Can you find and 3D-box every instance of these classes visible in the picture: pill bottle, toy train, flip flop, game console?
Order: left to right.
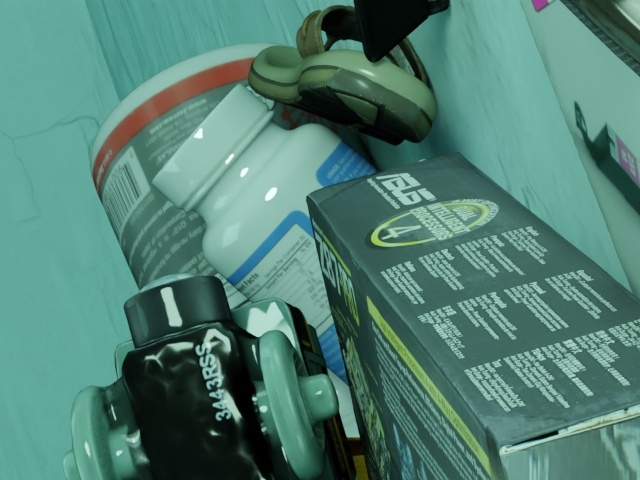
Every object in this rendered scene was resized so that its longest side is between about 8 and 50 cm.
[{"bbox_3d":[-0.021,0.180,0.948,0.190,0.142,0.334,34,-143,-78],"label":"toy train"},{"bbox_3d":[-0.022,0.046,1.433,0.210,0.210,0.363,92,155,-63],"label":"pill bottle"},{"bbox_3d":[0.000,0.000,1.250,0.221,0.124,0.124,42,169,-3],"label":"pill bottle"},{"bbox_3d":[0.022,-0.117,1.245,0.277,0.112,0.080,-158,88,-81],"label":"flip flop"},{"bbox_3d":[0.030,-0.187,1.117,0.107,0.071,0.122,-126,20,-54],"label":"game console"}]

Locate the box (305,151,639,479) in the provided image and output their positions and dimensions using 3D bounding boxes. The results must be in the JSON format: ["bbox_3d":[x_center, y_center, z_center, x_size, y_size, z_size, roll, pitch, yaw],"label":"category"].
[{"bbox_3d":[0.096,0.155,0.818,0.395,0.097,0.318,-127,21,-74],"label":"box"}]

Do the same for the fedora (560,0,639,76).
[{"bbox_3d":[0.109,-0.144,0.556,0.275,0.124,0.244,44,180,-27],"label":"fedora"}]

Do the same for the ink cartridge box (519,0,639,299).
[{"bbox_3d":[0.157,-0.073,0.746,0.239,0.060,0.275,150,99,-80],"label":"ink cartridge box"}]

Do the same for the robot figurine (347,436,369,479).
[{"bbox_3d":[0.060,0.200,1.139,0.085,0.291,0.211,-28,67,53],"label":"robot figurine"}]
